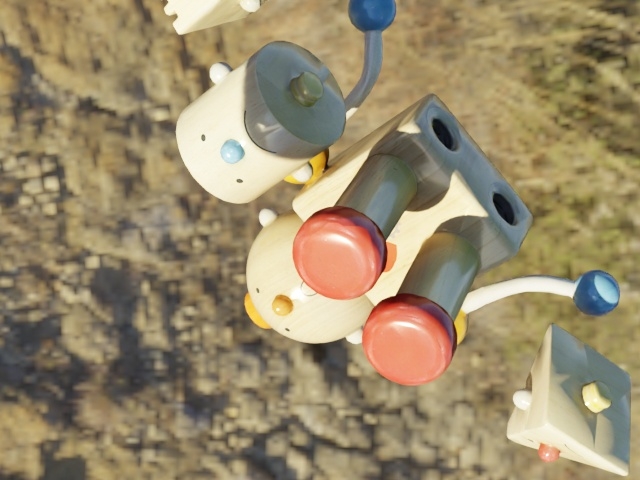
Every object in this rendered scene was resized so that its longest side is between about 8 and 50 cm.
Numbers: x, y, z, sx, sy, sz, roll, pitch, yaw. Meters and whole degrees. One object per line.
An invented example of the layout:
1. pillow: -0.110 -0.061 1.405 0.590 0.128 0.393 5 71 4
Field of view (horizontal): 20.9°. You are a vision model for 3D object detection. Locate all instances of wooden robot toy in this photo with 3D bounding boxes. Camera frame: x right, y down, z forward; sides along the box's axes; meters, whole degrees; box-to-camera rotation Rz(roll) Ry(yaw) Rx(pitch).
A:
1. wooden robot toy: 0.000 0.000 0.427 0.173 0.079 0.076 51 40 -9
